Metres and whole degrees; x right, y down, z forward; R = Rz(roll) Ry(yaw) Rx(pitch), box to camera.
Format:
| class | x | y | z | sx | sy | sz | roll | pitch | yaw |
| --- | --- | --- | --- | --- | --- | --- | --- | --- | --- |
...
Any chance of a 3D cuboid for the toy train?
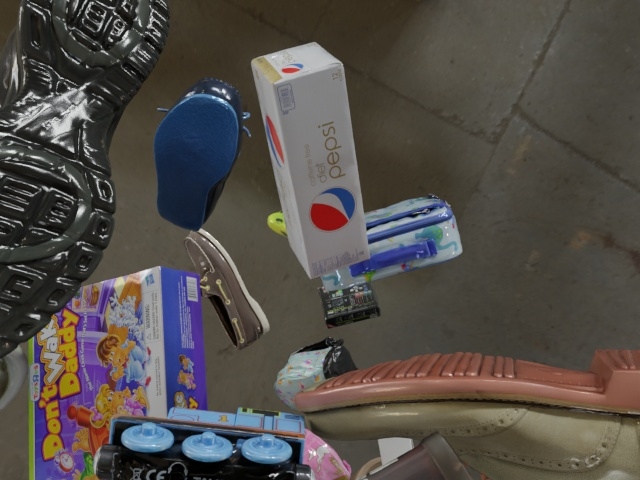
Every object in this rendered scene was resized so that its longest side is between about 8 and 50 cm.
| class | x | y | z | sx | sy | sz | roll | pitch | yaw |
| --- | --- | --- | --- | --- | --- | --- | --- | --- | --- |
| toy train | -0.096 | 0.188 | 0.640 | 0.184 | 0.105 | 0.080 | 7 | 98 | -4 |

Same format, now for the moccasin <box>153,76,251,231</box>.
| class | x | y | z | sx | sy | sz | roll | pitch | yaw |
| --- | --- | --- | --- | --- | --- | --- | --- | --- | --- |
| moccasin | -0.189 | -0.144 | 1.135 | 0.137 | 0.342 | 0.117 | 27 | 57 | -9 |

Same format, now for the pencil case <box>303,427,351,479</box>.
| class | x | y | z | sx | sy | sz | roll | pitch | yaw |
| --- | --- | --- | --- | --- | --- | --- | --- | --- | --- |
| pencil case | -0.109 | 0.543 | 1.463 | 0.160 | 0.167 | 0.386 | 26 | 63 | 42 |

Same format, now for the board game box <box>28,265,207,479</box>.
| class | x | y | z | sx | sy | sz | roll | pitch | yaw |
| --- | --- | --- | --- | --- | --- | --- | --- | --- | --- |
| board game box | -0.253 | 0.227 | 0.925 | 0.233 | 0.078 | 0.347 | -15 | 73 | 27 |

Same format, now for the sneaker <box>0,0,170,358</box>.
| class | x | y | z | sx | sy | sz | roll | pitch | yaw |
| --- | --- | --- | --- | --- | --- | --- | --- | --- | --- |
| sneaker | -0.177 | -0.043 | 0.452 | 0.109 | 0.130 | 0.286 | 30 | 58 | -21 |

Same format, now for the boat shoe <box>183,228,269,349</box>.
| class | x | y | z | sx | sy | sz | roll | pitch | yaw |
| --- | --- | --- | --- | --- | --- | --- | --- | --- | --- |
| boat shoe | -0.253 | 0.122 | 1.867 | 0.096 | 0.116 | 0.324 | -36 | 101 | -30 |

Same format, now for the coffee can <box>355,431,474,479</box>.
| class | x | y | z | sx | sy | sz | roll | pitch | yaw |
| --- | --- | --- | --- | --- | --- | --- | --- | --- | --- |
| coffee can | 0.009 | 0.284 | 0.494 | 0.275 | 0.201 | 0.202 | -28 | 86 | -3 |

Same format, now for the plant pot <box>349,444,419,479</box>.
| class | x | y | z | sx | sy | sz | roll | pitch | yaw |
| --- | --- | --- | --- | --- | --- | --- | --- | --- | --- |
| plant pot | 0.214 | 0.581 | 1.686 | 0.262 | 0.229 | 0.263 | 18 | 42 | -17 |

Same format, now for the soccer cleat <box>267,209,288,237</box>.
| class | x | y | z | sx | sy | sz | roll | pitch | yaw |
| --- | --- | --- | --- | --- | --- | --- | --- | --- | --- |
| soccer cleat | 0.000 | 0.001 | 1.904 | 0.289 | 0.093 | 0.121 | 13 | 123 | -6 |

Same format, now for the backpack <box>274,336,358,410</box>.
| class | x | y | z | sx | sy | sz | roll | pitch | yaw |
| --- | --- | --- | --- | --- | --- | --- | --- | --- | --- |
| backpack | -0.010 | 0.297 | 1.608 | 0.115 | 0.181 | 0.152 | -47 | 118 | -48 |

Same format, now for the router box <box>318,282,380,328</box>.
| class | x | y | z | sx | sy | sz | roll | pitch | yaw |
| --- | --- | --- | --- | --- | --- | --- | --- | --- | --- |
| router box | 0.063 | 0.134 | 1.629 | 0.122 | 0.038 | 0.092 | -13 | 48 | 1 |

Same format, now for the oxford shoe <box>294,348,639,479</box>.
| class | x | y | z | sx | sy | sz | roll | pitch | yaw |
| --- | --- | --- | --- | --- | --- | --- | --- | --- | --- |
| oxford shoe | 0.165 | 0.176 | 0.648 | 0.396 | 0.140 | 0.147 | -3 | 91 | 21 |

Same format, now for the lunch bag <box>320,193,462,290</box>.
| class | x | y | z | sx | sy | sz | roll | pitch | yaw |
| --- | --- | --- | --- | --- | --- | --- | --- | --- | --- |
| lunch bag | 0.099 | 0.003 | 1.128 | 0.218 | 0.176 | 0.090 | -16 | 101 | 5 |

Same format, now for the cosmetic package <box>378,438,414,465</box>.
| class | x | y | z | sx | sy | sz | roll | pitch | yaw |
| --- | --- | --- | --- | --- | --- | --- | --- | --- | --- |
| cosmetic package | 0.131 | 0.356 | 1.298 | 0.060 | 0.099 | 0.239 | -9 | 66 | 1 |

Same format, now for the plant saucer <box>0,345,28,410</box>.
| class | x | y | z | sx | sy | sz | roll | pitch | yaw |
| --- | --- | --- | --- | --- | --- | --- | --- | --- | --- |
| plant saucer | -0.588 | 0.196 | 0.945 | 0.400 | 0.400 | 0.101 | -28 | 68 | -8 |

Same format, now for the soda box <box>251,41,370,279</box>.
| class | x | y | z | sx | sy | sz | roll | pitch | yaw |
| --- | --- | --- | --- | --- | --- | --- | --- | --- | --- |
| soda box | -0.007 | -0.074 | 0.724 | 0.069 | 0.074 | 0.216 | -18 | 125 | -12 |
